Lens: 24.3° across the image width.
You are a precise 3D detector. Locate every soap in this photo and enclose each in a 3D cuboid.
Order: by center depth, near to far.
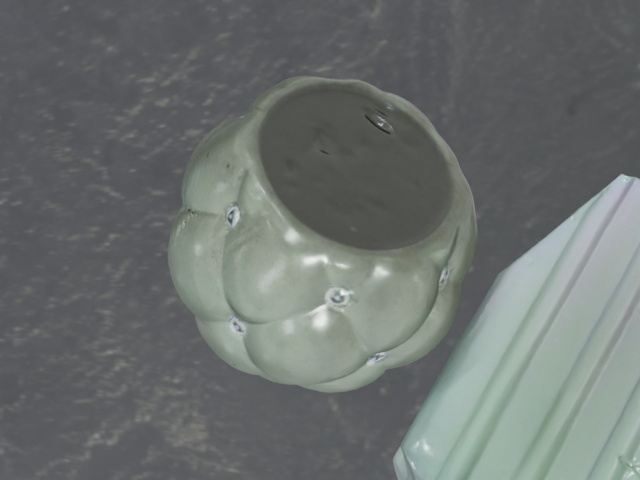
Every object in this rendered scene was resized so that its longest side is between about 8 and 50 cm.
[{"bbox_3d":[0.225,0.118,1.310,0.208,0.115,0.347,30,70,5],"label":"soap"}]

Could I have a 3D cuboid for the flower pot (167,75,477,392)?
[{"bbox_3d":[0.000,0.000,1.164,0.246,0.195,0.246,10,51,-12],"label":"flower pot"}]
